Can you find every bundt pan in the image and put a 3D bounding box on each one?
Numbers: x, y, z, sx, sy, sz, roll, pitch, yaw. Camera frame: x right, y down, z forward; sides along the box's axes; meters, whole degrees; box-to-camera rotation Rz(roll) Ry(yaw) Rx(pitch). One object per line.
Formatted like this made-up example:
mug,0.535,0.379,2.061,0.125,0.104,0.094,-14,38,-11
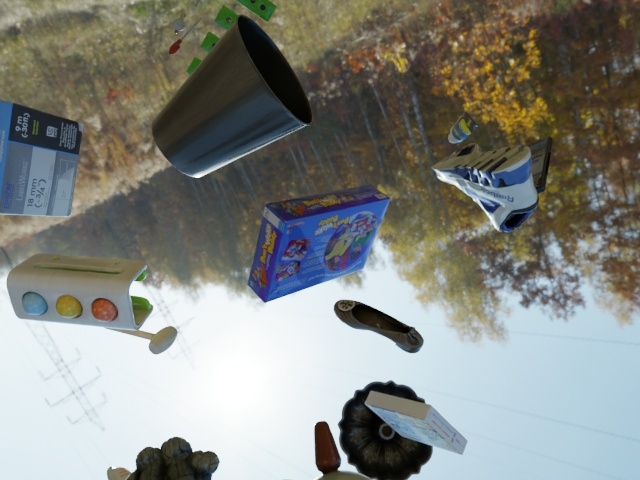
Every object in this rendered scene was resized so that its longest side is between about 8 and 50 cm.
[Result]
bundt pan,0.222,0.648,1.783,0.331,0.331,0.124,-26,167,-5

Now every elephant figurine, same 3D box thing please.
elephant figurine,-0.225,0.425,0.763,0.169,0.186,0.239,-52,-159,5

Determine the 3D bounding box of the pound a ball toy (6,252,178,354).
pound a ball toy,-0.495,0.155,1.138,0.319,0.208,0.136,5,-153,8

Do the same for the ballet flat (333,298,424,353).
ballet flat,0.144,0.203,1.304,0.250,0.058,0.084,25,-131,25

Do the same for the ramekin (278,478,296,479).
ramekin,-0.056,0.684,1.146,0.273,0.127,0.273,-27,-138,28

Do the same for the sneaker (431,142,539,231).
sneaker,0.381,-0.112,1.179,0.127,0.182,0.315,-31,-162,-7

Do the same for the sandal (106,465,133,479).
sandal,-0.455,0.617,1.246,0.076,0.102,0.265,-17,-171,-27

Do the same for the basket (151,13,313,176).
basket,-0.157,-0.216,0.865,0.227,0.204,0.154,-32,175,24

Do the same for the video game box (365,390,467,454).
video game box,0.244,0.468,1.339,0.205,0.187,0.048,-5,-132,51

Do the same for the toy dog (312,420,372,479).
toy dog,0.002,0.249,0.421,0.220,0.161,0.333,-18,169,-9

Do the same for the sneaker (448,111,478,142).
sneaker,0.364,-0.289,1.335,0.059,0.053,0.144,-44,178,36

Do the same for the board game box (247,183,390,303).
board game box,0.000,0.000,1.285,0.347,0.233,0.078,-15,-136,-41

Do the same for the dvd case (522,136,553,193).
dvd case,0.575,-0.196,1.512,0.180,0.022,0.253,-20,-150,42

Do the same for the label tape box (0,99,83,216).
label tape box,-0.692,-0.179,1.148,0.106,0.240,0.334,10,-177,13

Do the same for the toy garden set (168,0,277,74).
toy garden set,-0.253,-0.506,1.236,0.244,0.204,0.049,-55,-162,15
